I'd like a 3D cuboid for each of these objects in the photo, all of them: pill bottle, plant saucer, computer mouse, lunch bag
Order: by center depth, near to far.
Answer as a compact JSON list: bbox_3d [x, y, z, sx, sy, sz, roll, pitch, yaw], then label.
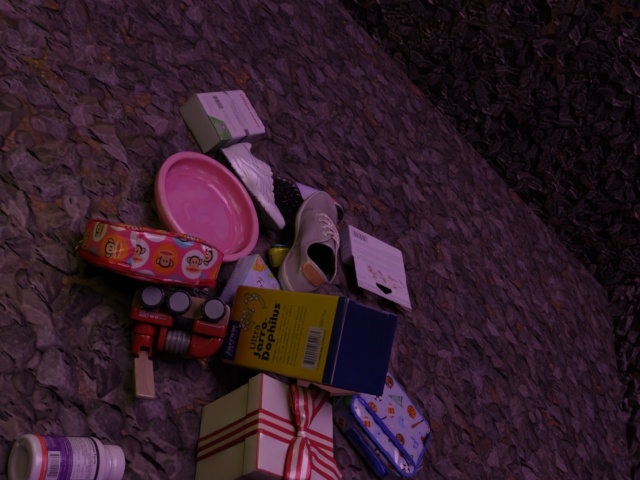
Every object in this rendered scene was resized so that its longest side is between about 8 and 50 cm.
[{"bbox_3d":[-0.471,0.421,1.425,0.193,0.108,0.108,18,50,-43],"label":"pill bottle"},{"bbox_3d":[-0.395,0.025,1.744,0.293,0.258,0.120,15,88,-36],"label":"lunch bag"},{"bbox_3d":[-0.335,0.175,1.850,0.106,0.042,0.193,29,42,-18],"label":"computer mouse"},{"bbox_3d":[-0.315,-0.079,2.045,0.332,0.084,0.332,31,43,-33],"label":"plant saucer"},{"bbox_3d":[0.179,0.524,2.145,0.303,0.115,0.243,51,37,-6],"label":"lunch bag"}]

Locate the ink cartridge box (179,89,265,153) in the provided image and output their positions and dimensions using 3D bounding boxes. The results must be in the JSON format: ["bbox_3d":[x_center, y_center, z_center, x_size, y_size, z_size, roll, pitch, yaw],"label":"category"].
[{"bbox_3d":[-0.292,-0.360,2.293,0.219,0.092,0.160,-21,80,-56],"label":"ink cartridge box"}]

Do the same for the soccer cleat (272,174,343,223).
[{"bbox_3d":[-0.075,-0.136,2.395,0.318,0.109,0.116,20,19,-31],"label":"soccer cleat"}]

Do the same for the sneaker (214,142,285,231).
[{"bbox_3d":[-0.182,-0.163,2.224,0.129,0.111,0.297,-33,92,-32],"label":"sneaker"}]

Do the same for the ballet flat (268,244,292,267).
[{"bbox_3d":[-0.067,0.052,2.269,0.231,0.077,0.077,1,83,-48],"label":"ballet flat"}]

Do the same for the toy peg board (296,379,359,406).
[{"bbox_3d":[0.014,0.375,2.053,0.161,0.079,0.161,-1,38,-5],"label":"toy peg board"}]

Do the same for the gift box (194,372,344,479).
[{"bbox_3d":[-0.100,0.462,1.718,0.276,0.258,0.255,26,45,-36],"label":"gift box"}]

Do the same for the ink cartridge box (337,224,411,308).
[{"bbox_3d":[0.182,0.099,2.537,0.275,0.060,0.239,25,46,-39],"label":"ink cartridge box"}]

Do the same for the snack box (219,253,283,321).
[{"bbox_3d":[-0.165,0.168,1.979,0.207,0.070,0.174,60,34,-32],"label":"snack box"}]

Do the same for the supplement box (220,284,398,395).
[{"bbox_3d":[-0.031,0.229,1.781,0.194,0.356,0.195,23,75,-47],"label":"supplement box"}]

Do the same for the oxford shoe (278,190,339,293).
[{"bbox_3d":[0.000,0.000,2.180,0.169,0.130,0.449,49,31,-20],"label":"oxford shoe"}]

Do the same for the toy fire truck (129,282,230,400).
[{"bbox_3d":[-0.329,0.233,1.702,0.217,0.158,0.246,13,81,-9],"label":"toy fire truck"}]
